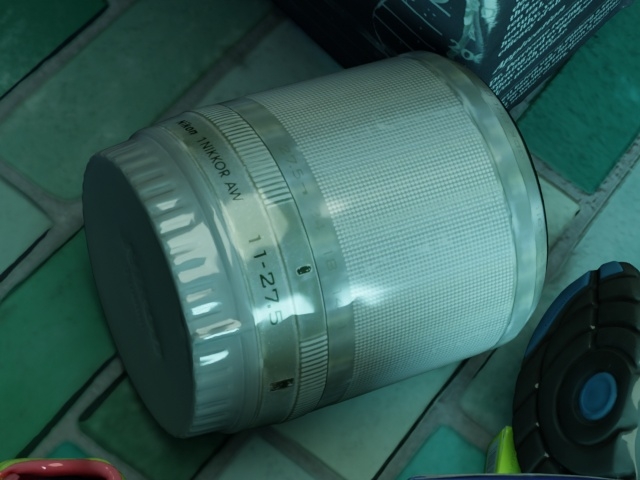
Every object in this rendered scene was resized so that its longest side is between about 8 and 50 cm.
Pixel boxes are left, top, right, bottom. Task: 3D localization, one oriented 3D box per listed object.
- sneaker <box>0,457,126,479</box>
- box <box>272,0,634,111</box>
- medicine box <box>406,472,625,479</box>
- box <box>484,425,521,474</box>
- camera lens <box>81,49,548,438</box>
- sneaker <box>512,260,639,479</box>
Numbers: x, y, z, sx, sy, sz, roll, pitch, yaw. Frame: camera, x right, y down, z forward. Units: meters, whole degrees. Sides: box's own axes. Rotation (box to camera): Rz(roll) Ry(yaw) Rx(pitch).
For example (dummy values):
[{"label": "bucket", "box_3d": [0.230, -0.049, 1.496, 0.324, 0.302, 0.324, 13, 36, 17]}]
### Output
[{"label": "sneaker", "box_3d": [-0.217, 0.177, 1.006, 0.208, 0.094, 0.081, -14, 68, -20]}, {"label": "box", "box_3d": [0.045, -0.382, 1.132, 0.480, 0.472, 0.297, 44, 74, 12]}, {"label": "medicine box", "box_3d": [0.095, 0.313, 0.912, 0.149, 0.263, 0.289, 3, 61, -13]}, {"label": "box", "box_3d": [0.201, 0.209, 1.125, 0.178, 0.042, 0.109, 17, 60, -5]}, {"label": "camera lens", "box_3d": [0.000, 0.000, 1.086, 0.274, 0.219, 0.219, -17, 67, -22]}, {"label": "sneaker", "box_3d": [0.222, 0.177, 1.077, 0.140, 0.125, 0.340, 22, 52, -33]}]
